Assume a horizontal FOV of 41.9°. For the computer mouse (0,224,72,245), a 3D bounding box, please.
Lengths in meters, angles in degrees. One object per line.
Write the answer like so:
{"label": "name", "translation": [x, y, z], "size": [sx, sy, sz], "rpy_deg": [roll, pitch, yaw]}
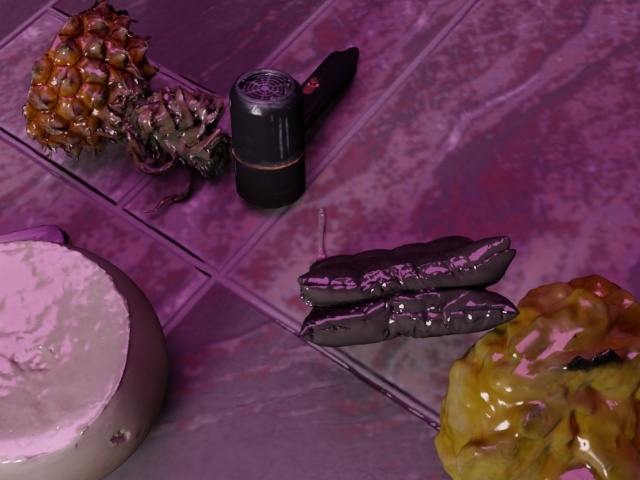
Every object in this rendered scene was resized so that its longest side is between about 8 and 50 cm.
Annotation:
{"label": "computer mouse", "translation": [-0.499, 0.066, 1.190], "size": [0.310, 0.072, 0.158], "rpy_deg": [-12, 58, 0]}

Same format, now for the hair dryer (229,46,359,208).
{"label": "hair dryer", "translation": [-0.021, -0.225, 1.264], "size": [0.107, 0.189, 0.352], "rpy_deg": [19, 48, 18]}

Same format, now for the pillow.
{"label": "pillow", "translation": [0.094, 0.054, 0.985], "size": [0.228, 0.326, 0.101], "rpy_deg": [-7, 90, 3]}

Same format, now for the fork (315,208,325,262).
{"label": "fork", "translation": [0.000, 0.001, 1.196], "size": [0.016, 0.012, 0.115], "rpy_deg": [-1, 52, 3]}

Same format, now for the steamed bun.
{"label": "steamed bun", "translation": [-0.348, 0.159, 1.019], "size": [0.324, 0.206, 0.324], "rpy_deg": [1, 63, -3]}

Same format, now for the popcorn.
{"label": "popcorn", "translation": [0.258, 0.176, 0.915], "size": [0.286, 0.252, 0.215], "rpy_deg": [-36, 17, 0]}

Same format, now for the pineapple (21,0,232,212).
{"label": "pineapple", "translation": [-0.260, -0.189, 1.255], "size": [0.271, 0.262, 0.262], "rpy_deg": [29, 65, 10]}
